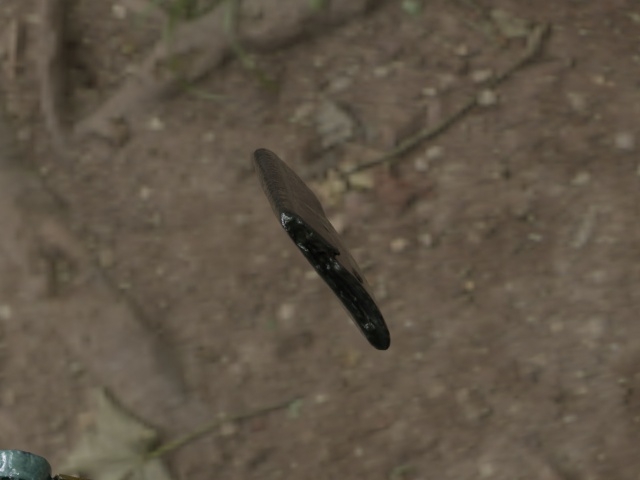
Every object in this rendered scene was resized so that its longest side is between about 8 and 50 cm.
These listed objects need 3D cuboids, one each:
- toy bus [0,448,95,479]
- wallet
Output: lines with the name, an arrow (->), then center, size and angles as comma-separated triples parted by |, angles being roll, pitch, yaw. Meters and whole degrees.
toy bus -> -0.179, 0.290, 1.442 | 0.194, 0.324, 0.161 | 122, 156, -55
wallet -> 0.000, 0.000, 1.817 | 0.044, 0.321, 0.170 | -34, 105, 0
